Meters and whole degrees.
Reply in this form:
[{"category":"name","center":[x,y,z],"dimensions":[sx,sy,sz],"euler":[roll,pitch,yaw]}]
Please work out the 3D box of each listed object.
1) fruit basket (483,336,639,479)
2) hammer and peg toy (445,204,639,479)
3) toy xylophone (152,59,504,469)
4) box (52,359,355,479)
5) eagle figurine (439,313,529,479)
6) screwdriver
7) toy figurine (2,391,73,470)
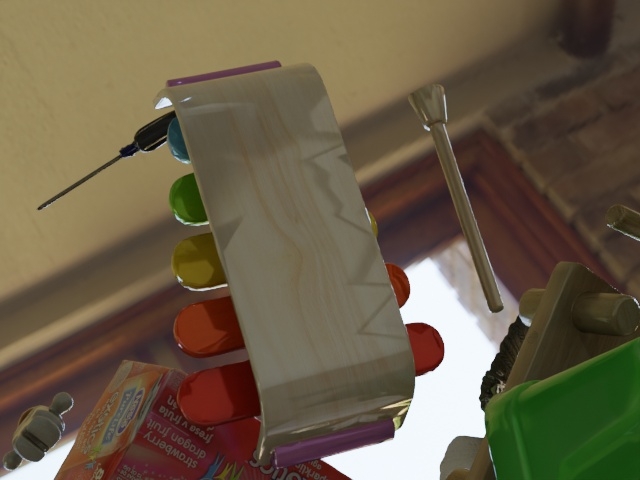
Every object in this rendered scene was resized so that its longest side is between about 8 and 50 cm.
[{"category":"fruit basket","center":[0.269,0.281,1.014],"dimensions":[0.282,0.392,0.392],"euler":[2,-46,-18]},{"category":"hammer and peg toy","center":[0.272,0.134,1.279],"dimensions":[0.266,0.127,0.361],"euler":[32,-106,-30]},{"category":"toy xylophone","center":[0.000,0.000,1.040],"dimensions":[0.236,0.323,0.081],"euler":[-4,-20,-14]},{"category":"box","center":[-0.068,0.211,1.128],"dimensions":[0.257,0.128,0.123],"euler":[35,-107,-21]},{"category":"eagle figurine","center":[0.314,0.245,1.892],"dimensions":[0.225,0.226,0.298],"euler":[-52,-16,-44]},{"category":"screwdriver","center":[-0.198,-0.075,1.314],"dimensions":[0.170,0.025,0.024],"euler":[-27,-30,13]},{"category":"toy figurine","center":[-0.247,0.269,1.577],"dimensions":[0.209,0.213,0.148],"euler":[-7,1,-10]}]
